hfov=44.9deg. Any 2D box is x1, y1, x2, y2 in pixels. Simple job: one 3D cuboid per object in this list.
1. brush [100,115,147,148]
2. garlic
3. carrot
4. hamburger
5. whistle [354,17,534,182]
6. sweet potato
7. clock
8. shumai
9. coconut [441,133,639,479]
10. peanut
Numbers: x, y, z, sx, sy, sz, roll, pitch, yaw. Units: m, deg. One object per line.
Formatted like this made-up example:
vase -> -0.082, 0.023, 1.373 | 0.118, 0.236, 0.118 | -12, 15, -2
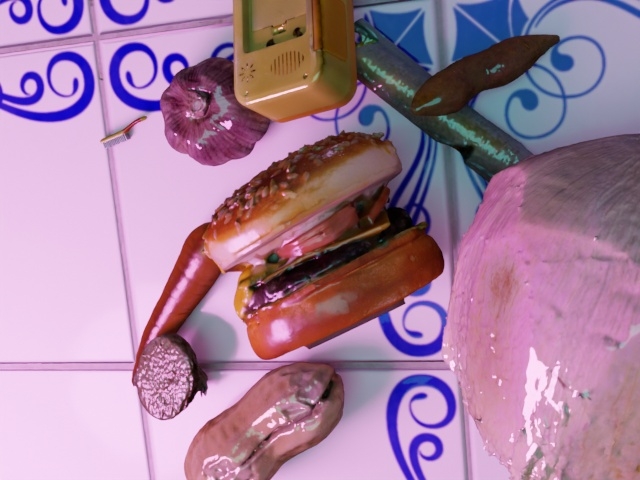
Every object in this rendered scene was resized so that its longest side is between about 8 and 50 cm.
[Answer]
brush -> -0.285, -0.158, 1.139 | 0.083, 0.019, 0.021 | -25, 102, 18
garlic -> -0.147, -0.174, 1.054 | 0.159, 0.102, 0.147 | 5, 102, 15
carrot -> -0.212, 0.090, 1.143 | 0.069, 0.069, 0.336 | 37, 113, 7
hamburger -> 0.000, 0.000, 0.961 | 0.291, 0.291, 0.225 | -29, 88, 18
whistle -> 0.153, -0.164, 0.994 | 0.326, 0.057, 0.068 | 40, 104, 6
sweet potato -> 0.198, -0.206, 0.950 | 0.218, 0.065, 0.051 | -30, 126, -13
clock -> -0.033, -0.262, 0.976 | 0.143, 0.096, 0.202 | -8, 76, 29
shumai -> -0.208, 0.197, 1.142 | 0.099, 0.087, 0.123 | 23, 100, 24
coconut -> 0.334, 0.054, 0.815 | 0.404, 0.404, 0.404 | 3, 100, 15
peanut -> -0.083, 0.273, 1.101 | 0.290, 0.130, 0.130 | -42, 87, 16
